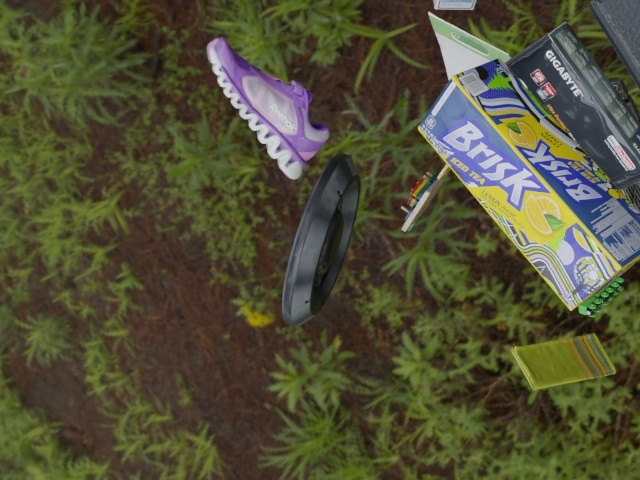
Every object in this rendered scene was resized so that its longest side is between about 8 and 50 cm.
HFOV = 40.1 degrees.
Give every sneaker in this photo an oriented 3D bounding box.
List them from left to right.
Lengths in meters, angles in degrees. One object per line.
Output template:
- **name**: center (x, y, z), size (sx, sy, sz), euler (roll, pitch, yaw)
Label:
- **sneaker**: center (-0.071, -0.208, 1.284), size (0.104, 0.095, 0.236), euler (-36, 111, 7)

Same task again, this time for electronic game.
- **electronic game**: center (0.000, 0.000, 1.118), size (0.048, 0.229, 0.229), euler (18, 122, 11)

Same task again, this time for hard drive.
- **hard drive**: center (0.347, -0.208, 0.886), size (0.094, 0.022, 0.135), euler (-29, 80, 6)

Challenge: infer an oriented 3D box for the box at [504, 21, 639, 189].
- **box**: center (0.314, -0.151, 1.156), size (0.220, 0.051, 0.175), euler (53, 144, -4)

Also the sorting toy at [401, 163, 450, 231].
- **sorting toy**: center (0.246, -0.112, 2.132), size (0.046, 0.132, 0.274), euler (36, 129, 8)

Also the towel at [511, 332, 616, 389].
- **towel**: center (0.508, 0.248, 1.819), size (0.102, 0.237, 0.021), euler (64, 142, 32)

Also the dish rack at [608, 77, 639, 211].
- **dish rack**: center (0.498, -0.124, 1.435), size (0.074, 0.271, 0.208), euler (-19, 127, 34)

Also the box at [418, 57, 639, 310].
- **box**: center (0.145, -0.041, 0.595), size (0.169, 0.054, 0.059), euler (53, 144, 16)

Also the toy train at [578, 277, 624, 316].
- **toy train**: center (0.343, 0.067, 1.069), size (0.023, 0.083, 0.017), euler (19, 130, 41)

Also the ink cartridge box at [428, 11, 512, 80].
- **ink cartridge box**: center (0.287, -0.317, 1.532), size (0.171, 0.056, 0.235), euler (35, 172, 26)

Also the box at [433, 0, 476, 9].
- **box**: center (0.291, -0.630, 1.774), size (0.087, 0.169, 0.290), euler (0, 148, -5)
